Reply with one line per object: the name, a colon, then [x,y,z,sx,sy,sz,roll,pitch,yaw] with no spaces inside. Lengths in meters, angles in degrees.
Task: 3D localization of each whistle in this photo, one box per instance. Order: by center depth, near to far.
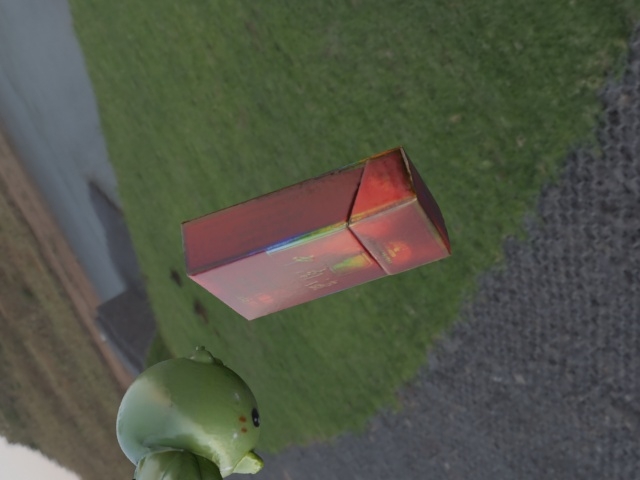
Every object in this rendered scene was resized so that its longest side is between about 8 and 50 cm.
whistle: [-0.113,0.228,0.862,0.141,0.141,0.294,88,174,-59]

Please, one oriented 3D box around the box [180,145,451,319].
box: [-0.001,0.000,1.289,0.197,0.313,0.089,48,-154,-59]
